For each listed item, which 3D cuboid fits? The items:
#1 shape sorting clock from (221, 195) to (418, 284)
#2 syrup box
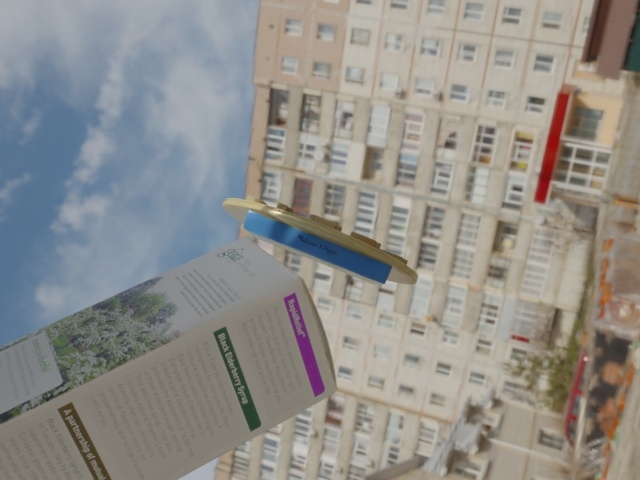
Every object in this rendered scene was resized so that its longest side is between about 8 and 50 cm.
[{"bbox_3d":[0.000,0.000,0.760,0.040,0.206,0.206,-68,-17,-3],"label":"shape sorting clock"},{"bbox_3d":[-0.117,0.094,0.477,0.237,0.093,0.096,-25,-62,-19],"label":"syrup box"}]
